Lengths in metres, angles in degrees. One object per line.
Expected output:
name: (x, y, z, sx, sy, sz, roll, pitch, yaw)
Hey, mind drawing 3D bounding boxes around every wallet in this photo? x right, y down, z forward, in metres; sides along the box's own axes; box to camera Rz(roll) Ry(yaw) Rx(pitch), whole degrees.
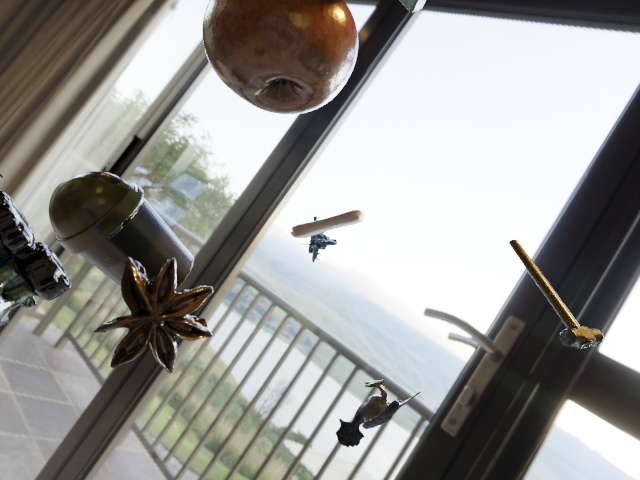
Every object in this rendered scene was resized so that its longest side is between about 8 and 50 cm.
wallet: (0.018, -0.040, 1.164, 0.095, 0.189, 0.033, 15, 62, -76)

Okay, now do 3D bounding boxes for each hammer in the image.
hammer: (0.621, 0.131, 1.279, 0.111, 0.043, 0.365, 6, 43, -24)

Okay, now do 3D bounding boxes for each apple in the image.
apple: (-0.088, -0.426, 1.036, 0.345, 0.344, 0.270, 42, 32, -46)

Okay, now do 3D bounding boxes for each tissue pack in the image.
tissue pack: (0.308, -0.796, 1.471, 0.085, 0.079, 0.111, 53, -22, 8)

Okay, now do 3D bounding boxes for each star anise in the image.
star anise: (-0.283, 0.137, 0.841, 0.196, 0.212, 0.073, 24, -4, -26)

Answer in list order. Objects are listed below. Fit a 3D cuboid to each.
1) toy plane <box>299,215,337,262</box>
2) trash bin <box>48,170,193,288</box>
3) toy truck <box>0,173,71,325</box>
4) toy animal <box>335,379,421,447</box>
toy plane: (0.007, 0.000, 1.644, 0.078, 0.169, 0.246, 0, 4, -32)
trash bin: (-0.469, -0.019, 1.097, 0.214, 0.214, 0.334, 26, -21, 53)
toy truck: (-0.395, -0.006, 0.538, 0.126, 0.113, 0.208, 38, -30, 43)
toy animal: (0.166, 0.491, 1.340, 0.255, 0.176, 0.239, -7, -12, 10)
